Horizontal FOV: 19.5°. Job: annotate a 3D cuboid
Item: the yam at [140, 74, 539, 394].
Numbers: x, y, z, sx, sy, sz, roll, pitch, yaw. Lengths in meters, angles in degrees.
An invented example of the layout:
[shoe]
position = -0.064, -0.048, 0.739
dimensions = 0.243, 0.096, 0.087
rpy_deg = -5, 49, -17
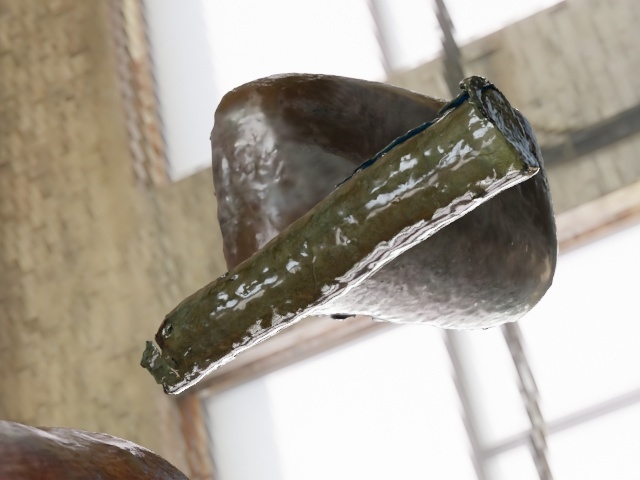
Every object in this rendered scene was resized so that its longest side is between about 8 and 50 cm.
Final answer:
[yam]
position = 0.000, 0.000, 0.519
dimensions = 0.033, 0.129, 0.027
rpy_deg = 53, -157, -12

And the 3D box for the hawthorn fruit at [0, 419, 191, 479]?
[hawthorn fruit]
position = -0.132, 0.183, 0.727
dimensions = 0.263, 0.231, 0.235
rpy_deg = 51, -172, 34

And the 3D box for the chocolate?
[chocolate]
position = 0.064, -0.036, 1.351
dimensions = 0.303, 0.100, 0.185
rpy_deg = 5, -116, -41
